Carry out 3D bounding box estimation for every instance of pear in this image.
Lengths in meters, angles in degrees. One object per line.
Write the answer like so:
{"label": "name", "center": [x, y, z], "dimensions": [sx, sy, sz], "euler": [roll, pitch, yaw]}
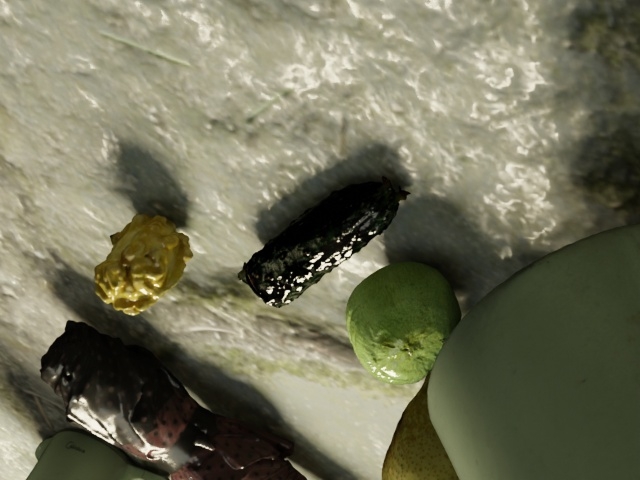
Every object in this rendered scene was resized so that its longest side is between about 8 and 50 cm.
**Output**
{"label": "pear", "center": [0.122, 0.167, 1.455], "dimensions": [0.136, 0.167, 0.167], "euler": [33, 148, 19]}

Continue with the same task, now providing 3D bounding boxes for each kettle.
{"label": "kettle", "center": [0.219, 0.241, 1.205], "dimensions": [0.250, 0.376, 0.361], "euler": [6, 133, -28]}
{"label": "kettle", "center": [-0.233, 0.257, 1.800], "dimensions": [0.127, 0.148, 0.098], "euler": [-10, 129, 42]}

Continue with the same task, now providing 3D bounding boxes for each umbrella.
{"label": "umbrella", "center": [-0.099, 0.182, 1.670], "dimensions": [0.326, 0.090, 0.094], "euler": [35, 141, -13]}

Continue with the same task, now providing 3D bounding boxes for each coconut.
{"label": "coconut", "center": [0.061, 0.059, 1.418], "dimensions": [0.088, 0.096, 0.088], "euler": [-1, 120, -2]}

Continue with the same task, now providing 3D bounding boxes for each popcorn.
{"label": "popcorn", "center": [-0.139, 0.019, 1.491], "dimensions": [0.057, 0.082, 0.083], "euler": [43, 136, -19]}

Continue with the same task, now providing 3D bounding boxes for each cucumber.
{"label": "cucumber", "center": [0.000, 0.000, 1.413], "dimensions": [0.053, 0.053, 0.181], "euler": [36, 141, -14]}
